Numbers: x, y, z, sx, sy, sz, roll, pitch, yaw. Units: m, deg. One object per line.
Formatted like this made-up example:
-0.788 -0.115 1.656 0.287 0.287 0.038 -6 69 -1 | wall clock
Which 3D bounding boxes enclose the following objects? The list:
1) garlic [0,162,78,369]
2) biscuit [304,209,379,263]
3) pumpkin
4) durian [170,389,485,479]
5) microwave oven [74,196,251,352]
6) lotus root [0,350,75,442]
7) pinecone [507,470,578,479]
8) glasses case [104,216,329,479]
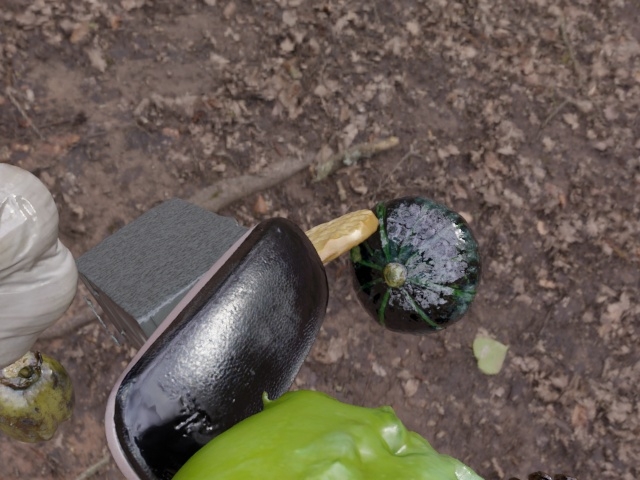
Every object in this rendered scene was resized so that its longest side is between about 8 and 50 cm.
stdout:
-0.313 0.047 0.608 0.142 0.229 0.178 34 21 -23 | garlic
0.000 0.000 1.099 0.204 0.309 0.040 -26 96 -4 | biscuit
0.197 0.056 1.411 0.315 0.315 0.238 35 15 22 | pumpkin
0.012 0.218 0.302 0.255 0.204 0.339 -18 35 -29 | durian
-0.311 0.104 1.477 0.374 0.236 0.432 -38 34 -24 | microwave oven
-0.558 0.288 1.231 0.154 0.278 0.154 5 52 -6 | lotus root
0.494 0.619 1.402 0.309 0.244 0.244 -14 50 -38 | pinecone
-0.072 0.087 0.571 0.075 0.122 0.314 -21 21 32 | glasses case
